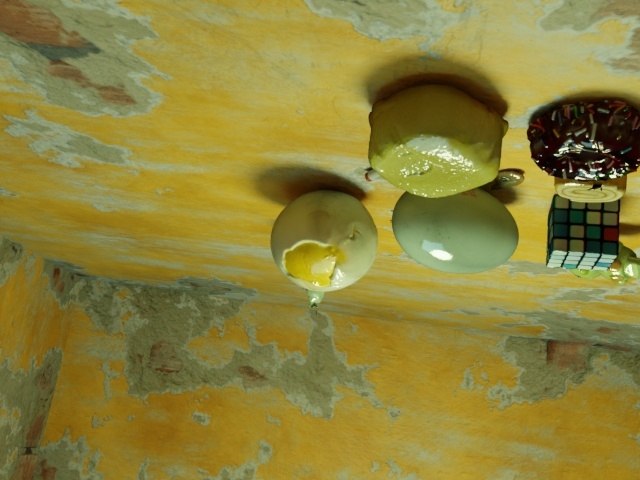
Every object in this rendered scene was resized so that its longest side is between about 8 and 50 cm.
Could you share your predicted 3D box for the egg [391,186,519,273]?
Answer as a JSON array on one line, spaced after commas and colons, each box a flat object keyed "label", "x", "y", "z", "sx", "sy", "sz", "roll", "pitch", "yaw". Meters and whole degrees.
[{"label": "egg", "x": 0.339, "y": -0.031, "z": 1.601, "sx": 0.371, "sy": 0.230, "sz": 0.230, "roll": 11, "pitch": 166, "yaw": -33}]

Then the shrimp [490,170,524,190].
[{"label": "shrimp", "x": 0.433, "y": -0.144, "z": 1.533, "sx": 0.059, "sy": 0.023, "sz": 0.108, "roll": 27, "pitch": 158, "yaw": -24}]

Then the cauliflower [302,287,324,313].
[{"label": "cauliflower", "x": 0.004, "y": 0.094, "z": 2.154, "sx": 0.256, "sy": 0.315, "sz": 0.239, "roll": 5, "pitch": -154, "yaw": -19}]

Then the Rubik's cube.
[{"label": "Rubik's cube", "x": 0.653, "y": -0.017, "z": 1.627, "sx": 0.155, "sy": 0.151, "sz": 0.154, "roll": 5, "pitch": 163, "yaw": 16}]

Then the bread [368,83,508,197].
[{"label": "bread", "x": 0.223, "y": -0.190, "z": 1.251, "sx": 0.270, "sy": 0.148, "sz": 0.270, "roll": 7, "pitch": 160, "yaw": 2}]

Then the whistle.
[{"label": "whistle", "x": 0.773, "y": 0.063, "z": 1.752, "sx": 0.141, "sy": 0.141, "sz": 0.294, "roll": 16, "pitch": -169, "yaw": -26}]

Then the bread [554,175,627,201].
[{"label": "bread", "x": 0.587, "y": -0.125, "z": 1.417, "sx": 0.149, "sy": 0.073, "sz": 0.122, "roll": 5, "pitch": 166, "yaw": 15}]

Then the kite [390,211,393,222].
[{"label": "kite", "x": 0.279, "y": -0.057, "z": 1.943, "sx": 0.159, "sy": 0.010, "sz": 0.190, "roll": -4, "pitch": 159, "yaw": 40}]

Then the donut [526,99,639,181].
[{"label": "donut", "x": 0.508, "y": -0.181, "z": 1.238, "sx": 0.235, "sy": 0.089, "sz": 0.235, "roll": 9, "pitch": 166, "yaw": 2}]

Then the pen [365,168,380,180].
[{"label": "pen", "x": 0.173, "y": -0.180, "z": 1.528, "sx": 0.028, "sy": 0.028, "sz": 0.239, "roll": 16, "pitch": 163, "yaw": -23}]

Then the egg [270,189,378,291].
[{"label": "egg", "x": 0.000, "y": 0.000, "z": 1.802, "sx": 0.283, "sy": 0.283, "sz": 0.345, "roll": 18, "pitch": 168, "yaw": -29}]
